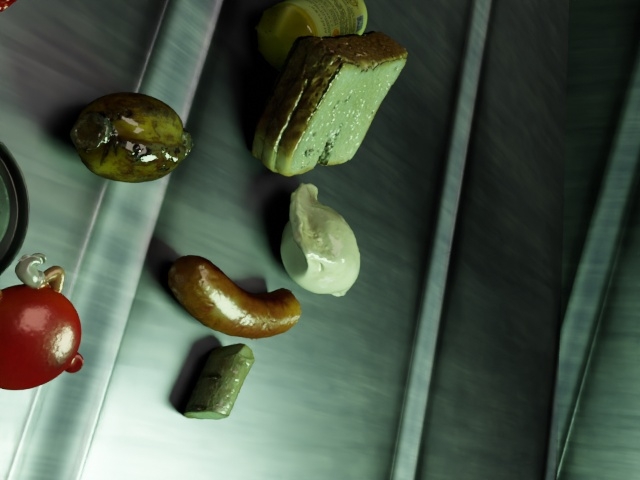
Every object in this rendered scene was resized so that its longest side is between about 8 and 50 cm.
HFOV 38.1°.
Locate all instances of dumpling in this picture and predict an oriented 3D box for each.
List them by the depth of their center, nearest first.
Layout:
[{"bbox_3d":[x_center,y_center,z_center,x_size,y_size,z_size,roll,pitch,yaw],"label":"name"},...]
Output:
[{"bbox_3d":[0.000,0.000,1.622,0.252,0.132,0.179,47,25,-58],"label":"dumpling"}]

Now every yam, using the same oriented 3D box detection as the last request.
[{"bbox_3d":[-0.151,0.212,1.402,0.069,0.070,0.146,56,45,-40],"label":"yam"}]

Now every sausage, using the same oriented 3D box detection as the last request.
[{"bbox_3d":[-0.129,0.099,1.440,0.302,0.076,0.102,24,60,-57],"label":"sausage"}]

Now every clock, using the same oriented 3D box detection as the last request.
[{"bbox_3d":[-0.408,-0.039,1.031,0.184,0.040,0.184,9,79,-58],"label":"clock"}]

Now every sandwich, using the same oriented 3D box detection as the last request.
[{"bbox_3d":[0.010,-0.231,1.576,0.273,0.095,0.249,-23,146,-58],"label":"sandwich"}]

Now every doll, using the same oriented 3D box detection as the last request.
[{"bbox_3d":[-0.353,0.097,1.052,0.217,0.085,0.183,26,96,-49],"label":"doll"}]

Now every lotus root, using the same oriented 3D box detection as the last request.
[{"bbox_3d":[-0.248,-0.136,1.232,0.209,0.120,0.120,0,88,-59],"label":"lotus root"}]

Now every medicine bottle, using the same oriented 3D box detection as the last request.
[{"bbox_3d":[-0.017,-0.373,1.619,0.239,0.124,0.124,-41,122,-51],"label":"medicine bottle"}]

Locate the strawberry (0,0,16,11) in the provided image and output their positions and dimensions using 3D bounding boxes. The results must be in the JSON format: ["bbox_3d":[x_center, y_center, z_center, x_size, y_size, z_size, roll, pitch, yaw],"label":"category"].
[{"bbox_3d":[-0.347,-0.339,0.958,0.205,0.245,0.205,12,76,-56],"label":"strawberry"}]
